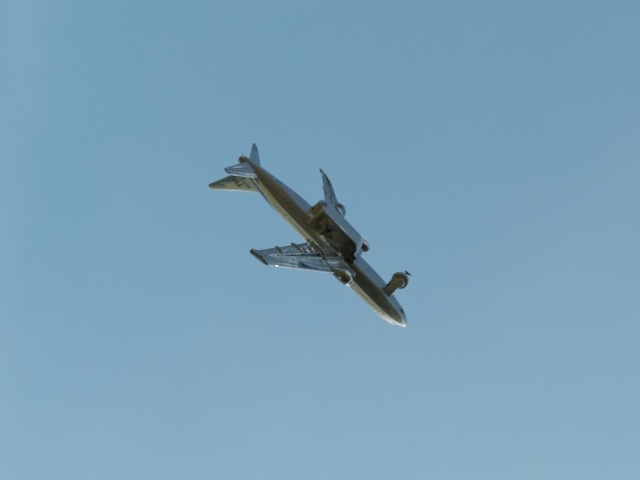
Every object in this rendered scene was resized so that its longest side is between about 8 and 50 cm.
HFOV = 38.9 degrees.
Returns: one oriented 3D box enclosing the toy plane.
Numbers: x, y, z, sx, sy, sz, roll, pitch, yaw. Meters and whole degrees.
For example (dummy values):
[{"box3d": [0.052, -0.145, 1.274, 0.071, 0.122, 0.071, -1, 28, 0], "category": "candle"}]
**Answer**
[{"box3d": [0.001, -0.003, 0.832, 0.226, 0.226, 0.058, 37, -64, -1], "category": "toy plane"}]
